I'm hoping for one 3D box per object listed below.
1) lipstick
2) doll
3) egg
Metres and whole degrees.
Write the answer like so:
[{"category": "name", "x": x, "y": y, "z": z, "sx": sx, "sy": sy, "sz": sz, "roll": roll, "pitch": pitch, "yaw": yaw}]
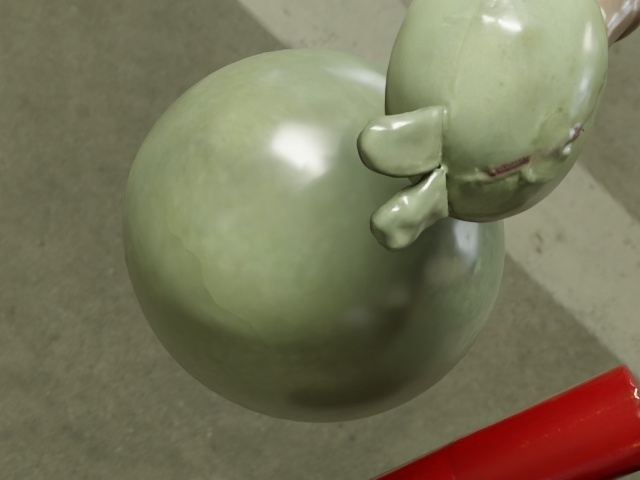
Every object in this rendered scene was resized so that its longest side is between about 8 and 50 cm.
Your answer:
[{"category": "lipstick", "x": 0.100, "y": 0.174, "z": 0.880, "sx": 0.073, "sy": 0.280, "sz": 0.073, "roll": 57, "pitch": 15, "yaw": -25}, {"category": "doll", "x": 0.104, "y": -0.103, "z": 0.627, "sx": 0.113, "sy": 0.154, "sz": 0.275, "roll": 11, "pitch": 46, "yaw": 18}, {"category": "egg", "x": 0.000, "y": 0.000, "z": 0.889, "sx": 0.352, "sy": 0.258, "sz": 0.258, "roll": 26, "pitch": 41, "yaw": -67}]
